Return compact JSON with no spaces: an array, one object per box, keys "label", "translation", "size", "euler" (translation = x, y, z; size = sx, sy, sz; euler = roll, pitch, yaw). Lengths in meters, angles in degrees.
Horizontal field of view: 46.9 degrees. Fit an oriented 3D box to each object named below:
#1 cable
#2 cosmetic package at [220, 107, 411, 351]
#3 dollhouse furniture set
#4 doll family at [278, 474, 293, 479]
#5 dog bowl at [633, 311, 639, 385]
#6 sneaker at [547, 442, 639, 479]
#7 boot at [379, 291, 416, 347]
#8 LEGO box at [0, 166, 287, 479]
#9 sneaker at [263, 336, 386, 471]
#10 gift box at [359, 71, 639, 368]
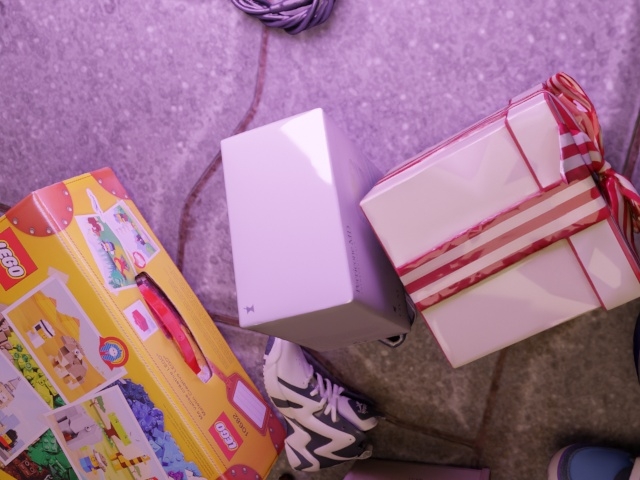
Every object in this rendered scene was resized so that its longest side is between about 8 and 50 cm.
[{"label":"cable","translation":[-0.057,-0.353,0.941],"size":[0.184,0.047,0.151],"euler":[26,116,5]},{"label":"cosmetic package","translation":[0.000,0.000,0.884],"size":[0.138,0.224,0.224],"euler":[-16,70,20]},{"label":"dollhouse furniture set","translation":[0.123,0.490,1.001],"size":[0.198,0.286,0.304],"euler":[0,95,17]},{"label":"doll family","translation":[-0.021,0.445,1.145],"size":[0.192,0.076,0.112],"euler":[18,115,13]},{"label":"dog bowl","translation":[0.520,0.145,0.885],"size":[0.264,0.104,0.265],"euler":[4,106,14]},{"label":"sneaker","translation":[0.458,0.319,0.874],"size":[0.322,0.130,0.236],"euler":[30,151,11]},{"label":"boot","translation":[0.054,0.060,1.002],"size":[0.190,0.086,0.069],"euler":[42,112,1]},{"label":"LEGO box","translation":[-0.349,0.208,1.103],"size":[0.372,0.193,0.500],"euler":[-31,95,22]},{"label":"sneaker","translation":[0.014,0.226,1.060],"size":[0.152,0.094,0.235],"euler":[-7,104,16]},{"label":"gift box","translation":[0.225,-0.017,0.837],"size":[0.258,0.276,0.255],"euler":[-28,102,20]}]
